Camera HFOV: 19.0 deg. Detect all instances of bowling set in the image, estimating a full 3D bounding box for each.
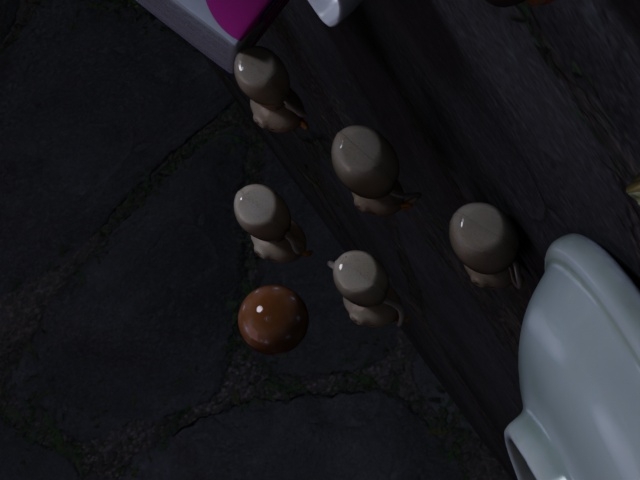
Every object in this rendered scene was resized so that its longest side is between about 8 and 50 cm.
[{"bbox_3d":[0.000,0.000,1.498,0.287,0.200,0.154,39,175,14],"label":"bowling set"}]

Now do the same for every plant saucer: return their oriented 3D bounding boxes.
[{"bbox_3d":[0.204,0.194,1.212,0.400,0.100,0.400,156,90,-88],"label":"plant saucer"}]

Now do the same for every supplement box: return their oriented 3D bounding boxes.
[{"bbox_3d":[-0.080,-0.218,1.540,0.114,0.111,0.220,38,178,-1],"label":"supplement box"}]

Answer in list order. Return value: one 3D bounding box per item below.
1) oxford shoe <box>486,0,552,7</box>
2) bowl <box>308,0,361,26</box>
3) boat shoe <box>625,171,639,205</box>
[{"bbox_3d":[0.002,-0.198,0.772,0.271,0.098,0.097,57,177,-6],"label":"oxford shoe"},{"bbox_3d":[-0.007,-0.213,1.236,0.142,0.053,0.142,56,178,-2],"label":"bowl"},{"bbox_3d":[0.156,-0.016,0.742,0.048,0.056,0.153,47,179,-1],"label":"boat shoe"}]
